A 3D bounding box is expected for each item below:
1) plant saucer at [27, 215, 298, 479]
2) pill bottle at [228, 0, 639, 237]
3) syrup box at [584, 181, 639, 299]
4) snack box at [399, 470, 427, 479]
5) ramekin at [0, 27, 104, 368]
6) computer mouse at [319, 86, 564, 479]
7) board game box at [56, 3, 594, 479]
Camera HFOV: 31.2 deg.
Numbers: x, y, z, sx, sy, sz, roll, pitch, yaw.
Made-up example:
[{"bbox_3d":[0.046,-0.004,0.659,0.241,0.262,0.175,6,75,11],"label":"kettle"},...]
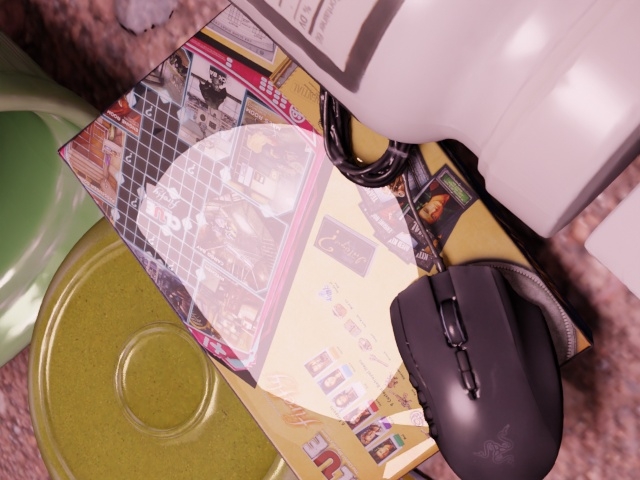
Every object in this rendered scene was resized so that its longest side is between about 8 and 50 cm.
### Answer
[{"bbox_3d":[-0.086,0.082,0.681,0.241,0.037,0.241,-2,85,24],"label":"plant saucer"},{"bbox_3d":[0.033,-0.141,0.466,0.278,0.162,0.162,43,132,11],"label":"pill bottle"},{"bbox_3d":[0.213,-0.052,0.413,0.093,0.096,0.237,46,133,13],"label":"syrup box"},{"bbox_3d":[-0.037,0.198,0.754,0.174,0.070,0.207,32,128,23],"label":"snack box"},{"bbox_3d":[-0.280,-0.018,0.688,0.148,0.303,0.303,47,133,19],"label":"ramekin"},{"bbox_3d":[0.053,0.006,0.538,0.071,0.041,0.242,-22,89,14],"label":"computer mouse"},{"bbox_3d":[0.000,0.000,0.593,0.165,0.042,0.243,-37,86,13],"label":"board game box"}]
